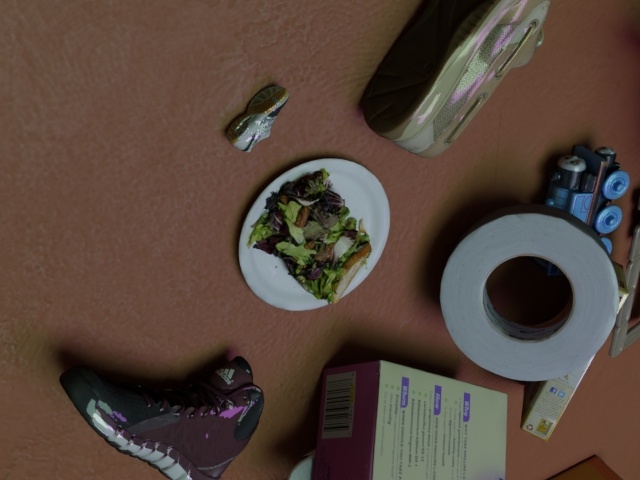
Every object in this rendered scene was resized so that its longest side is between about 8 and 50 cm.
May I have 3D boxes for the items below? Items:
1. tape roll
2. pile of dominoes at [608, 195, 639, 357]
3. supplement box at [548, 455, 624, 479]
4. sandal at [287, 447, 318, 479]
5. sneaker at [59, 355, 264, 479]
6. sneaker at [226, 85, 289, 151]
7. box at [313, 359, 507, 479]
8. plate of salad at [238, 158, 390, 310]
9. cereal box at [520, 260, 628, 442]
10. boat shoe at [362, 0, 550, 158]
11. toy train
[{"bbox_3d":[0.265,0.065,1.131,0.219,0.072,0.219,3,103,14],"label":"tape roll"},{"bbox_3d":[0.501,0.033,1.346,0.196,0.040,0.251,-25,129,-34],"label":"pile of dominoes"},{"bbox_3d":[0.398,0.456,1.491,0.234,0.078,0.080,-19,126,-19],"label":"supplement box"},{"bbox_3d":[0.047,0.315,1.219,0.265,0.076,0.101,-14,87,-42],"label":"sandal"},{"bbox_3d":[-0.164,0.178,1.028,0.162,0.106,0.281,-45,138,-7],"label":"sneaker"},{"bbox_3d":[-0.063,-0.131,0.956,0.083,0.032,0.037,-43,141,4],"label":"sneaker"},{"bbox_3d":[0.120,0.288,1.158,0.243,0.117,0.213,19,67,-34],"label":"box"},{"bbox_3d":[0.000,0.000,1.046,0.200,0.048,0.199,-13,121,-22],"label":"plate of salad"},{"bbox_3d":[0.357,0.147,1.253,0.047,0.173,0.240,27,108,9],"label":"cereal box"},{"bbox_3d":[0.186,-0.244,0.982,0.110,0.121,0.341,24,112,-40],"label":"boat shoe"},{"bbox_3d":[0.347,-0.039,1.199,0.105,0.080,0.184,-4,117,-21],"label":"toy train"}]
